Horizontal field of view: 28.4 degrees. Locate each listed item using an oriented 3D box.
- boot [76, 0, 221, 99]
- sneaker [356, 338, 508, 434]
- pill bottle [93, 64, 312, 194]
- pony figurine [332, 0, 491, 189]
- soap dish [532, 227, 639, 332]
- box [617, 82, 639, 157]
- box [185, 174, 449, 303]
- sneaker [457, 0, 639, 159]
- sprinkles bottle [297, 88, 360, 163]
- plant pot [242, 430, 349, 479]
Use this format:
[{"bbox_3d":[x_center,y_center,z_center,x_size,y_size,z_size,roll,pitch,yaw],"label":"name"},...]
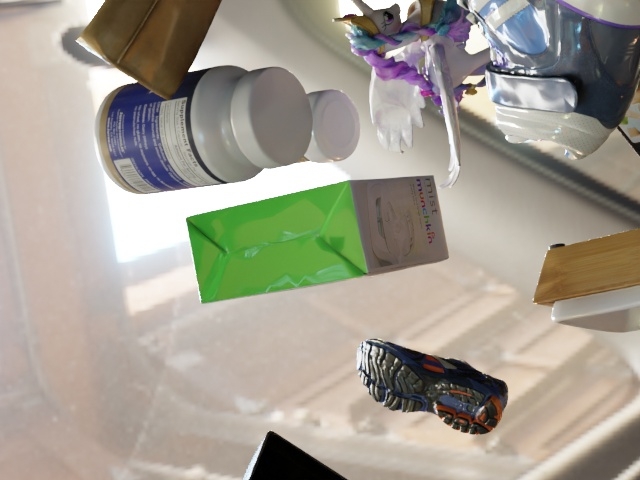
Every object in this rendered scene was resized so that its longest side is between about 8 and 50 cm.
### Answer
[{"bbox_3d":[-0.208,-0.340,1.505,0.236,0.269,0.089,32,-177,-10],"label":"boot"},{"bbox_3d":[0.144,0.183,1.638,0.221,0.083,0.087,23,-154,26],"label":"sneaker"},{"bbox_3d":[-0.151,-0.144,1.631,0.264,0.153,0.153,-4,-170,36],"label":"pill bottle"},{"bbox_3d":[0.208,-0.306,2.165,0.363,0.351,0.303,-24,-154,-20],"label":"pony figurine"},{"bbox_3d":[0.474,0.057,1.854,0.229,0.118,0.291,-15,166,34],"label":"soap dish"},{"bbox_3d":[0.480,-0.261,1.929,0.087,0.169,0.290,-12,147,34],"label":"box"},{"bbox_3d":[0.000,0.000,1.673,0.262,0.127,0.231,-11,179,33],"label":"box"},{"bbox_3d":[0.190,-0.220,1.323,0.130,0.236,0.323,-24,-130,-38],"label":"sneaker"},{"bbox_3d":[-0.098,-0.184,2.202,0.355,0.121,0.121,-2,-169,44],"label":"sprinkles bottle"},{"bbox_3d":[-0.072,0.478,2.173,0.188,0.167,0.187,33,-150,-5],"label":"plant pot"}]
